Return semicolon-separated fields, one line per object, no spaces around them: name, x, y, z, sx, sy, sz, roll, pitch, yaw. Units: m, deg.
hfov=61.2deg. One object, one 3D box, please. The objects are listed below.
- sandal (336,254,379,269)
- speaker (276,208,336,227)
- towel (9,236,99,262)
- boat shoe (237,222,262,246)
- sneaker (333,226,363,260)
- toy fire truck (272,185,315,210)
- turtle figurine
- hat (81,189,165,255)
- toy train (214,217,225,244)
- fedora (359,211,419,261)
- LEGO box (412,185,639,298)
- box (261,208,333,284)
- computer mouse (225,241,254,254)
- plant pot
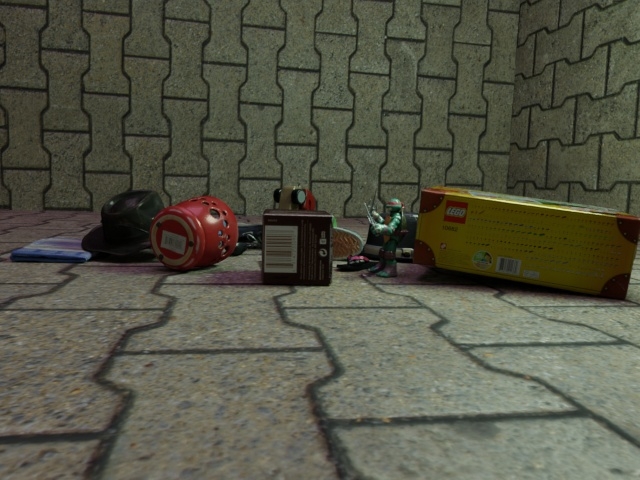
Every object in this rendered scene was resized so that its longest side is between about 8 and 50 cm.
sandal;0.110;0.059;1.546;0.067;0.040;0.179;8;8;42
speaker;-0.084;-0.064;2.247;0.296;0.131;0.131;6;7;34
towel;-0.751;0.030;1.589;0.209;0.034;0.285;3;8;-9
boat shoe;-0.233;-0.020;1.941;0.254;0.079;0.095;2;-16;31
sneaker;0.000;0.000;1.751;0.301;0.108;0.121;3;10;18
toy fire truck;-0.057;-0.075;2.050;0.158;0.217;0.246;6;-8;36
turtle figurine;0.175;-0.026;1.450;0.118;0.234;0.175;2;6;8
hat;-0.552;-0.076;1.615;0.330;0.134;0.331;-4;22;2
toy train;-0.425;-0.035;1.953;0.184;0.105;0.080;6;7;31
fedora;0.280;-0.020;1.820;0.333;0.153;0.334;2;6;0
LEGO box;0.527;-0.017;1.445;0.499;0.193;0.372;10;10;17
box;-0.061;0.010;1.344;0.166;0.169;0.203;1;7;-5
computer mouse;-0.269;0.026;1.801;0.071;0.041;0.242;4;0;7
plant pot;-0.341;-0.019;1.440;0.191;0.191;0.174;4;9;22
